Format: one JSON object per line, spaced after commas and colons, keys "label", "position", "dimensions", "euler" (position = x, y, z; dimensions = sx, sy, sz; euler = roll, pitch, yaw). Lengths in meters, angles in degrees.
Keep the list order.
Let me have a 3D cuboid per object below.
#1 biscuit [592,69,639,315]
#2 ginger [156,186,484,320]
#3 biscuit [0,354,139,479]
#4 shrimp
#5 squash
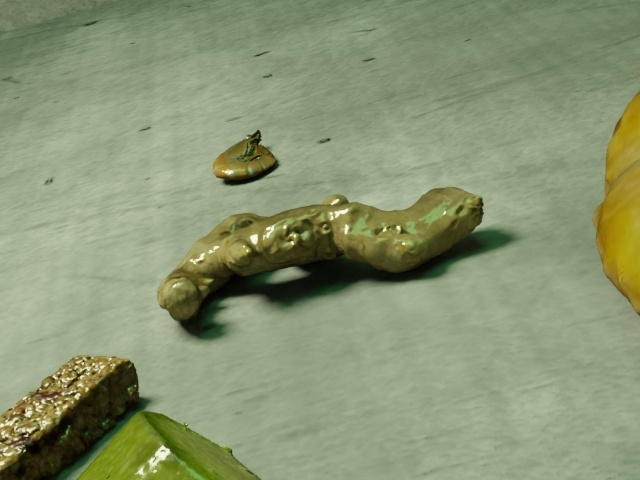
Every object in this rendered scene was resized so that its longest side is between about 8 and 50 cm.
{"label": "biscuit", "position": [0.361, -0.096, 0.873], "dimensions": [0.446, 0.104, 0.429], "euler": [-31, 26, 34]}
{"label": "ginger", "position": [-0.003, -0.004, 1.120], "dimensions": [0.259, 0.065, 0.149], "euler": [-17, 18, 0]}
{"label": "biscuit", "position": [-0.193, 0.134, 0.929], "dimensions": [0.064, 0.034, 0.199], "euler": [-1, 25, 33]}
{"label": "shrimp", "position": [-0.068, -0.083, 1.421], "dimensions": [0.059, 0.023, 0.108], "euler": [4, 26, 21]}
{"label": "squash", "position": [-0.103, 0.149, 0.758], "dimensions": [0.184, 0.085, 0.192], "euler": [-23, 20, -22]}
